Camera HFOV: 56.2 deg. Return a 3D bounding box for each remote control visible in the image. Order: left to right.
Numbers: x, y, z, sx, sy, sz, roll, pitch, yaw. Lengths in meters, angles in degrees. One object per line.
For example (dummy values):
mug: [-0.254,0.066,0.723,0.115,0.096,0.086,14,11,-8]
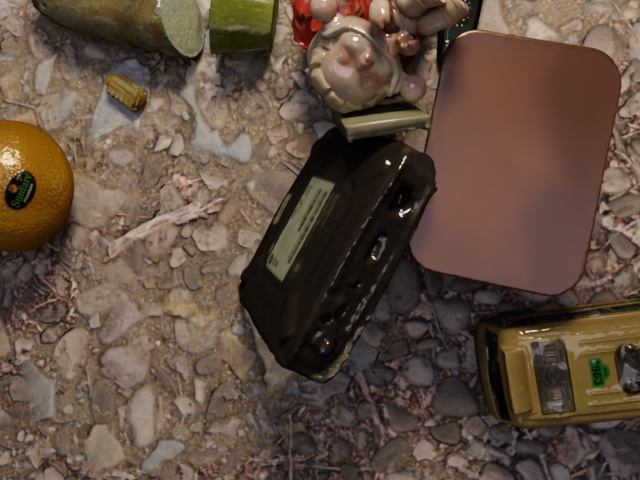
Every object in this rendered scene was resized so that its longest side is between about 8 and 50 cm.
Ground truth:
remote control: [0.083,-0.193,0.919,0.123,0.285,0.038,-8,108,1]
remote control: [0.242,-0.405,1.031,0.072,0.042,0.222,9,89,6]

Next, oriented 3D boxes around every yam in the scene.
yam: [-0.375,-0.424,1.086,0.330,0.133,0.133,16,90,12]

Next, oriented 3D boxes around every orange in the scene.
orange: [-0.546,-0.096,1.046,0.236,0.236,0.237,0,87,8]

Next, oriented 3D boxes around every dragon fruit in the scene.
dragon fruit: [0.080,-0.360,0.981,0.267,0.205,0.210,-11,106,-29]

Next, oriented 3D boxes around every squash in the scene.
squash: [-0.137,-0.401,1.033,0.122,0.170,0.170,8,88,-3]

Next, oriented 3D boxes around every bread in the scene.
bread: [-0.363,-0.278,1.119,0.087,0.033,0.049,33,106,13]

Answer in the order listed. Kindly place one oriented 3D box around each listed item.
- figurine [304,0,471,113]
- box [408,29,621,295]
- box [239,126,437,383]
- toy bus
figurine: [0.068,-0.277,0.824,0.256,0.181,0.145,-36,49,31]
box: [0.276,-0.103,0.917,0.239,0.229,0.340,12,89,9]
box: [0.000,0.000,0.913,0.090,0.350,0.359,28,92,-25]
toy bus: [0.425,0.175,0.897,0.364,0.202,0.177,-9,87,8]
